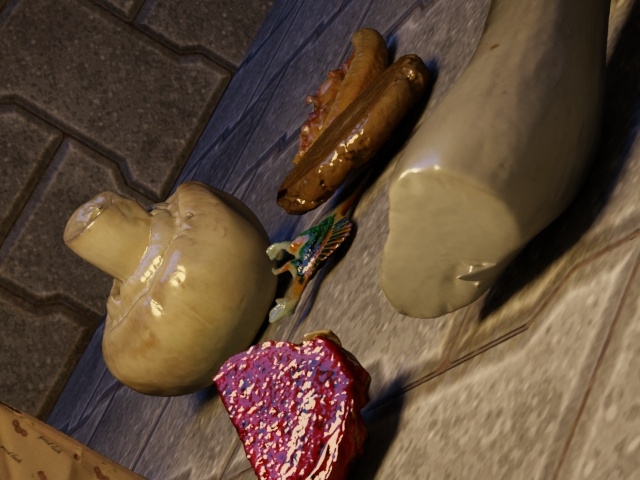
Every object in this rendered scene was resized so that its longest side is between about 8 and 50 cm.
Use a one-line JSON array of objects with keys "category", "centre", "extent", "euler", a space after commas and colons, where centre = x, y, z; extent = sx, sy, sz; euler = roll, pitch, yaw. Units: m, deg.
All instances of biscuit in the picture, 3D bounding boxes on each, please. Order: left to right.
[{"category": "biscuit", "centre": [0.035, -0.107, 1.734], "extent": [0.226, 0.042, 0.226], "euler": [-47, 7, 7]}]

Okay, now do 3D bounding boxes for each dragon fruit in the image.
[{"category": "dragon fruit", "centre": [0.002, 0.131, 1.202], "extent": [0.106, 0.083, 0.162], "euler": [-47, 39, 15]}]

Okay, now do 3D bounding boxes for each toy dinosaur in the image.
[{"category": "toy dinosaur", "centre": [0.003, 0.002, 1.664], "extent": [0.187, 0.044, 0.106], "euler": [-42, 14, -6]}]

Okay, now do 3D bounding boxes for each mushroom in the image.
[{"category": "mushroom", "centre": [-0.174, 0.039, 1.841], "extent": [0.260, 0.234, 0.254], "euler": [-43, 23, 55]}, {"category": "mushroom", "centre": [0.136, -0.110, 1.123], "extent": [0.159, 0.122, 0.328], "euler": [-24, 35, 57]}]

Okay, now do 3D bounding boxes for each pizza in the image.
[{"category": "pizza", "centre": [0.023, -0.159, 1.967], "extent": [0.134, 0.056, 0.271], "euler": [-32, 27, 51]}]

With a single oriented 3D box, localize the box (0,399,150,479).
[{"category": "box", "centre": [-0.322, 0.350, 1.688], "extent": [0.190, 0.225, 0.297], "euler": [-45, 18, 46]}]
